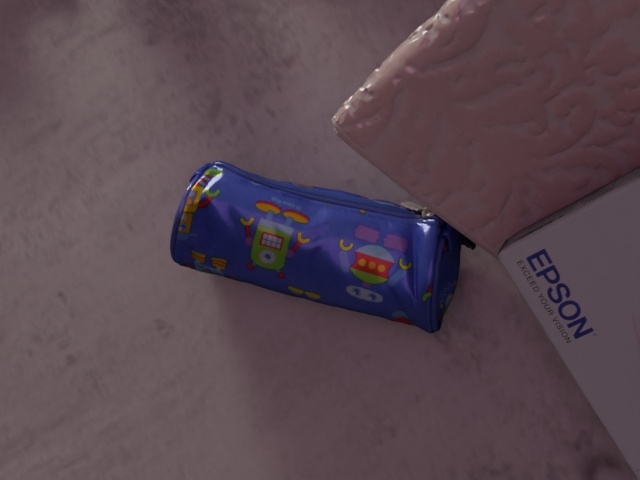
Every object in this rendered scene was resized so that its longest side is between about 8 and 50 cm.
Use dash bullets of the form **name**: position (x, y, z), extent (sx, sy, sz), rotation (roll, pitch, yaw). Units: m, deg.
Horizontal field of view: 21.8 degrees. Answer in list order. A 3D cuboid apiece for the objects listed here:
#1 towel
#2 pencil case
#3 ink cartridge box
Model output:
- **towel**: position (0.233, -0.134, 1.605), extent (0.317, 0.053, 0.332), rotation (36, 113, -21)
- **pencil case**: position (0.000, 0.000, 1.717), extent (0.306, 0.119, 0.133), rotation (14, 114, 12)
- **ink cartridge box**: position (0.389, 0.067, 1.578), extent (0.330, 0.071, 0.324), rotation (-30, 97, 27)
